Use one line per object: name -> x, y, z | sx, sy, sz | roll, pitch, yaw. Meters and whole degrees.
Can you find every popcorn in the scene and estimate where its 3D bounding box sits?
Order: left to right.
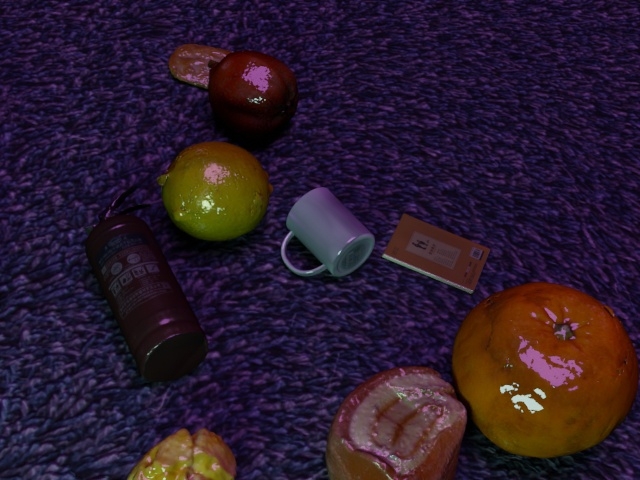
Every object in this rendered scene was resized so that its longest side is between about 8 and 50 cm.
popcorn -> -0.189, 0.333, 1.497 | 0.167, 0.148, 0.152 | -39, 39, -23

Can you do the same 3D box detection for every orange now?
orange -> 0.339, 0.199, 1.688 | 0.283, 0.226, 0.284 | 4, 44, -4

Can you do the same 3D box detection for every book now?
book -> 0.208, 0.022, 1.975 | 0.172, 0.012, 0.118 | 23, 46, 8

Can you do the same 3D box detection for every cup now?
cup -> 0.007, -0.001, 1.908 | 0.133, 0.136, 0.099 | 45, 19, 26

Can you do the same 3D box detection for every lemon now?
lemon -> -0.173, -0.084, 1.878 | 0.206, 0.174, 0.173 | -14, 51, -28

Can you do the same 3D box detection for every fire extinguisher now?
fire extinguisher -> -0.283, 0.056, 1.752 | 0.135, 0.114, 0.337 | -28, 56, -9

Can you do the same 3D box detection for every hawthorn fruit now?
hawthorn fruit -> -0.136, -0.280, 2.088 | 0.188, 0.169, 0.169 | 28, 47, 19

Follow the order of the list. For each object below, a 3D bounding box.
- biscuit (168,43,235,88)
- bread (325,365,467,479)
biscuit -> -0.182, -0.336, 2.214 | 0.247, 0.029, 0.118 | 13, 46, 0
bread -> 0.117, 0.292, 1.622 | 0.190, 0.123, 0.244 | 29, 46, 16
